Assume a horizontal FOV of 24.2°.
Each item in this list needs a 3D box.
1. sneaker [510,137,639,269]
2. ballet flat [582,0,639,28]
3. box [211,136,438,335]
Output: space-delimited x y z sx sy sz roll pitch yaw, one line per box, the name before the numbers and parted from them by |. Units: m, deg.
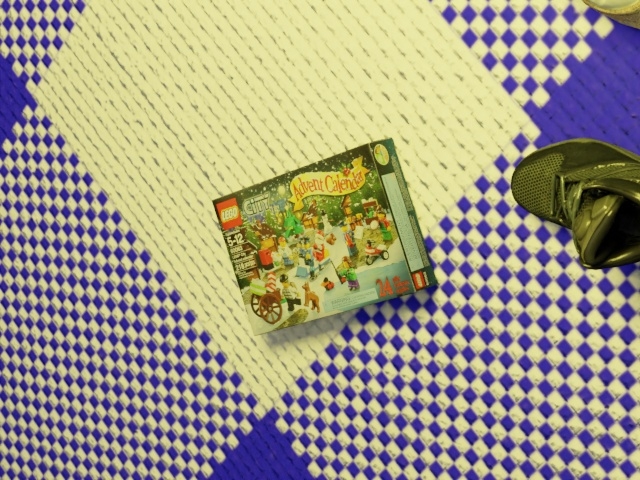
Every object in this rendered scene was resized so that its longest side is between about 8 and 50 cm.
sneaker | 0.237 -0.035 1.321 0.227 0.130 0.087 21 114 46
ballet flat | 0.213 -0.265 1.301 0.316 0.106 0.108 35 121 27
box | 0.000 0.000 1.578 0.233 0.044 0.159 -18 90 40
